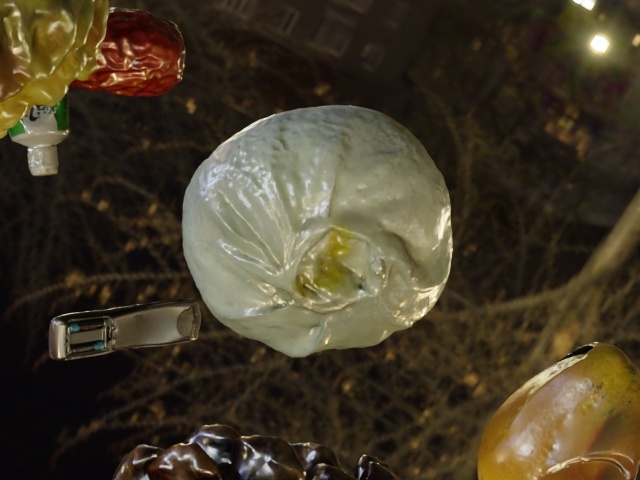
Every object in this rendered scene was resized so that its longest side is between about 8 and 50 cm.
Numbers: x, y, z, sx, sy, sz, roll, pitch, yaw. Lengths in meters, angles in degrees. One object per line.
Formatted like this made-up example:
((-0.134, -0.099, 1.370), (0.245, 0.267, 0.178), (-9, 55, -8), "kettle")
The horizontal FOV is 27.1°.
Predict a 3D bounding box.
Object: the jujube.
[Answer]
((-0.247, -0.226, 1.560), (0.176, 0.109, 0.112), (6, 161, -15), "jujube")

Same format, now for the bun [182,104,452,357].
((0.000, 0.000, 1.708), (0.362, 0.362, 0.211), (24, -153, -18), "bun")

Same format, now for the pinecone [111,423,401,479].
((-0.040, 0.236, 0.861), (0.309, 0.244, 0.244), (3, -148, -50), "pinecone")

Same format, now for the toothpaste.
((-0.257, -0.179, 1.157), (0.078, 0.248, 0.047), (-7, 178, -14), "toothpaste")

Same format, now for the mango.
((0.275, 0.216, 1.511), (0.136, 0.236, 0.166), (30, -152, -21), "mango")

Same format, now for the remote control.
((-0.238, 0.109, 1.637), (0.212, 0.059, 0.028), (-7, -169, -40), "remote control")

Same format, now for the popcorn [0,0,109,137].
((-0.261, -0.177, 0.982), (0.169, 0.218, 0.189), (-7, 123, 50), "popcorn")
